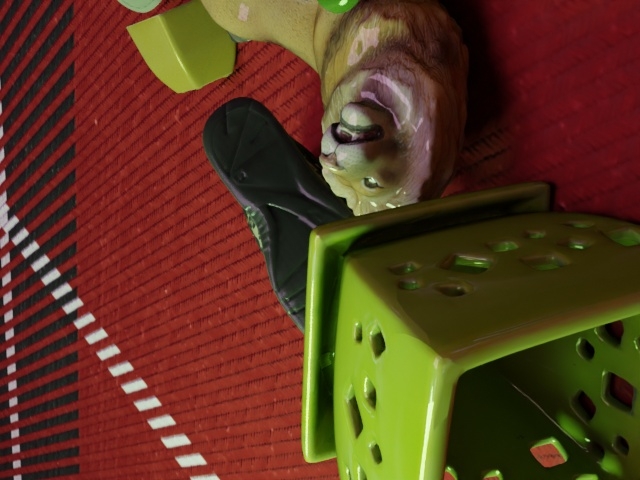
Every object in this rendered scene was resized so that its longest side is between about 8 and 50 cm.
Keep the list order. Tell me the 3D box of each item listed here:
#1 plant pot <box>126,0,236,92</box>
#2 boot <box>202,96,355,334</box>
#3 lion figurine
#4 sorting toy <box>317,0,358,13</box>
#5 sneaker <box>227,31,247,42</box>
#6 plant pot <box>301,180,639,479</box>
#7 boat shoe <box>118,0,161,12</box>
[{"bbox_3d":[-0.132,-0.196,1.161,0.081,0.081,0.083,0,115,58],"label":"plant pot"},{"bbox_3d":[0.001,-0.002,0.972,0.236,0.085,0.178,59,-172,15],"label":"boot"},{"bbox_3d":[-0.009,-0.194,0.920,0.392,0.142,0.240,47,138,46],"label":"lion figurine"},{"bbox_3d":[-0.014,-0.192,0.777,0.102,0.042,0.061,53,128,33],"label":"sorting toy"},{"bbox_3d":[-0.099,-0.259,1.097,0.065,0.061,0.158,-27,80,65],"label":"sneaker"},{"bbox_3d":[0.110,0.090,0.779,0.207,0.227,0.228,43,139,50],"label":"plant pot"},{"bbox_3d":[-0.167,-0.328,1.167,0.081,0.068,0.228,26,144,-1],"label":"boat shoe"}]
